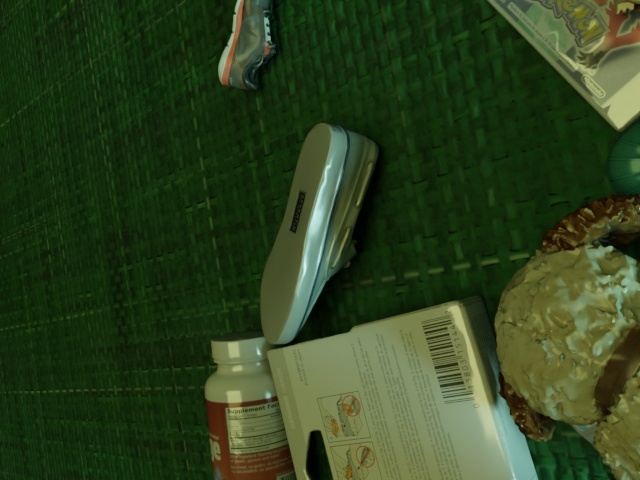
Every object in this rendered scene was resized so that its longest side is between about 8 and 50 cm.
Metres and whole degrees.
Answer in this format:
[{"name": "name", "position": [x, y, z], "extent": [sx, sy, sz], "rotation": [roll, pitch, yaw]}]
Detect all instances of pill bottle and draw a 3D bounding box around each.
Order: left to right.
[{"name": "pill bottle", "position": [-0.085, 0.229, 0.715], "extent": [0.121, 0.121, 0.216], "rotation": [-8, 87, 39]}]

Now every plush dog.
[{"name": "plush dog", "position": [0.231, 0.093, 0.395], "extent": [0.225, 0.210, 0.262], "rotation": [28, 110, 36]}]

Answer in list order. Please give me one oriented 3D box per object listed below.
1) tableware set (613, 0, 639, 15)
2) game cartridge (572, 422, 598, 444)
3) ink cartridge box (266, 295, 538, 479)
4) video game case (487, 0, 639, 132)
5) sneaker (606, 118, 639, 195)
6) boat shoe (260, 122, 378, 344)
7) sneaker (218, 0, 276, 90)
[{"name": "tableware set", "position": [0.310, -0.199, 0.405], "extent": [0.169, 0.020, 0.141], "rotation": [-25, 79, 36]}, {"name": "game cartridge", "position": [0.246, 0.146, 0.510], "extent": [0.083, 0.017, 0.056], "rotation": [54, 126, 23]}, {"name": "ink cartridge box", "position": [0.088, 0.233, 0.603], "extent": [0.261, 0.066, 0.296], "rotation": [-20, 80, 34]}, {"name": "video game case", "position": [0.262, -0.227, 0.468], "extent": [0.183, 0.023, 0.201], "rotation": [-47, 65, 31]}, {"name": "sneaker", "position": [0.339, -0.079, 0.352], "extent": [0.302, 0.121, 0.108], "rotation": [-10, 86, 39]}, {"name": "boat shoe", "position": [0.000, 0.000, 0.655], "extent": [0.096, 0.088, 0.267], "rotation": [27, 105, 60]}, {"name": "sneaker", "position": [-0.081, -0.273, 0.734], "extent": [0.065, 0.061, 0.158], "rotation": [25, 111, 7]}]
